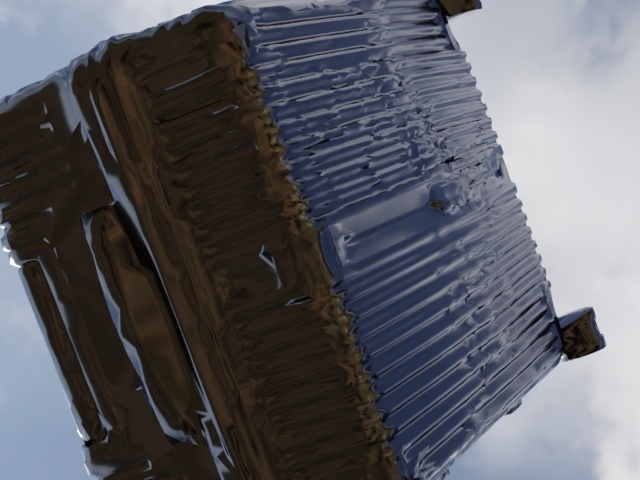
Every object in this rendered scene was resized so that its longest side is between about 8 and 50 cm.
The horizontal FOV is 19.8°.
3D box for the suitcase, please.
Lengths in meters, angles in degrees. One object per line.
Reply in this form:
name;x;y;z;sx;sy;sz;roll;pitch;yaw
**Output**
suitcase;0.000;0.000;0.869;0.152;0.335;0.230;-21;-89;21
